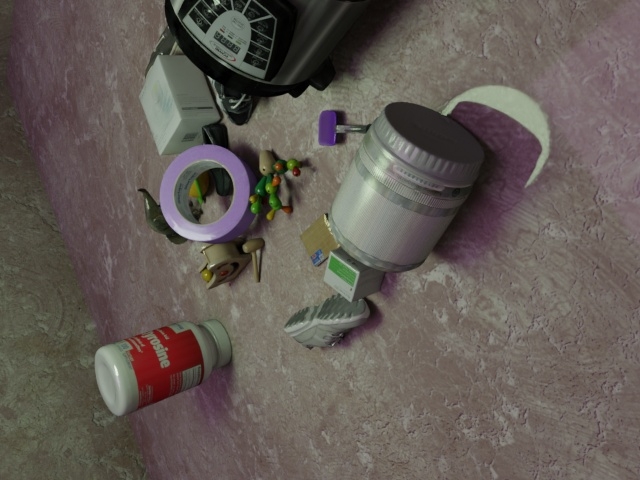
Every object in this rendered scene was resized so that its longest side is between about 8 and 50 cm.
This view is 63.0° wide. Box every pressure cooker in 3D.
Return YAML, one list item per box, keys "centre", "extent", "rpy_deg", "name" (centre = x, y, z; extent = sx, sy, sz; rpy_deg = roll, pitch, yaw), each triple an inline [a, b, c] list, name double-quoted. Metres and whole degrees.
- centre: [-0.107, -0.502, 1.055]
  extent: [0.420, 0.375, 0.370]
  rpy_deg: [-36, 68, 50]
  name: "pressure cooker"

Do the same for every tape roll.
- centre: [-0.316, -0.130, 1.499]
  extent: [0.274, 0.090, 0.275]
  rpy_deg: [-1, 85, 13]
  name: "tape roll"

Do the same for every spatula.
- centre: [0.084, -0.250, 1.174]
  extent: [0.296, 0.030, 0.084]
  rpy_deg: [15, 109, 46]
  name: "spatula"

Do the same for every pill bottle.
- centre: [-0.515, 0.405, 1.753]
  extent: [0.229, 0.407, 0.229]
  rpy_deg: [17, 113, 45]
  name: "pill bottle"

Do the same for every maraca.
- centre: [-0.416, -0.191, 1.716]
  extent: [0.186, 0.099, 0.127]
  rpy_deg: [110, 137, -68]
  name: "maraca"

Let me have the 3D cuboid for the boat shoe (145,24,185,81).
- centre: [-0.455, -0.604, 1.641]
  extent: [0.335, 0.112, 0.096]
  rpy_deg: [-28, 67, 44]
  name: "boat shoe"

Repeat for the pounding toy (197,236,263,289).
- centre: [-0.287, 0.086, 1.598]
  extent: [0.269, 0.154, 0.155]
  rpy_deg: [-46, 66, 45]
  name: "pounding toy"

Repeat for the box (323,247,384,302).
- centre: [0.080, 0.072, 1.215]
  extent: [0.101, 0.102, 0.087]
  rpy_deg: [36, 128, 36]
  name: "box"

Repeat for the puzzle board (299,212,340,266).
- centre: [0.000, 0.000, 1.357]
  extent: [0.128, 0.011, 0.096]
  rpy_deg: [-42, 70, 47]
  name: "puzzle board"

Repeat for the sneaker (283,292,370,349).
- centre: [0.033, 0.215, 1.340]
  extent: [0.281, 0.105, 0.115]
  rpy_deg: [-22, 113, 47]
  name: "sneaker"

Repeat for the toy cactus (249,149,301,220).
- centre: [-0.122, -0.166, 1.401]
  extent: [0.219, 0.112, 0.181]
  rpy_deg: [-53, 43, 45]
  name: "toy cactus"

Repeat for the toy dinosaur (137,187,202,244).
- centre: [-0.512, -0.074, 1.771]
  extent: [0.121, 0.313, 0.160]
  rpy_deg: [36, 89, 24]
  name: "toy dinosaur"

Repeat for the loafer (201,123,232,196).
- centre: [-0.322, -0.244, 1.602]
  extent: [0.076, 0.078, 0.223]
  rpy_deg: [6, 105, 48]
  name: "loafer"

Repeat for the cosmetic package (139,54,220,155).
- centre: [-0.450, -0.423, 1.647]
  extent: [0.224, 0.138, 0.225]
  rpy_deg: [-34, 73, 51]
  name: "cosmetic package"

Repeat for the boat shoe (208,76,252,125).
- centre: [-0.224, -0.385, 1.366]
  extent: [0.102, 0.108, 0.301]
  rpy_deg: [60, 167, 5]
  name: "boat shoe"

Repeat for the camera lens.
- centre: [0.153, -0.092, 0.995]
  extent: [0.219, 0.219, 0.274]
  rpy_deg: [49, 133, 28]
  name: "camera lens"
